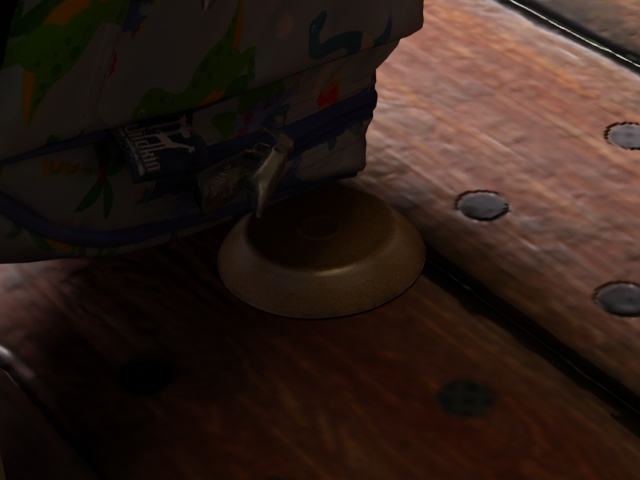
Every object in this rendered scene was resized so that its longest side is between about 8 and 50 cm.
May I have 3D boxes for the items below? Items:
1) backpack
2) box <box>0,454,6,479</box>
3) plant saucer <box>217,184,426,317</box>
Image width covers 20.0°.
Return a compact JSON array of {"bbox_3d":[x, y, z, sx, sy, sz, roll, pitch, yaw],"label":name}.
[{"bbox_3d":[-0.111,-0.109,0.649,0.290,0.273,0.355,7,31,33],"label":"backpack"},{"bbox_3d":[-0.202,0.054,0.575,0.207,0.114,0.036,9,37,17],"label":"box"},{"bbox_3d":[0.000,0.000,0.719,0.083,0.015,0.083,-3,35,2],"label":"plant saucer"}]
